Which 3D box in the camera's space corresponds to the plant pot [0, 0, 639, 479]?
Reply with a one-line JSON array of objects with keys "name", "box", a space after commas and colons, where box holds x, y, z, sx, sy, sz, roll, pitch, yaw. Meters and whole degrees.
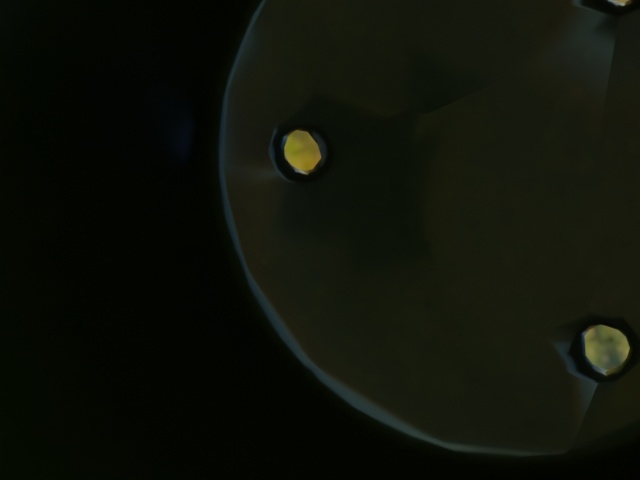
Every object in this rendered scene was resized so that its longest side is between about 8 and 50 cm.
[{"name": "plant pot", "box": [0.000, 0.000, 0.275, 0.275, 0.275, 0.293, 69, 17, -3]}]
